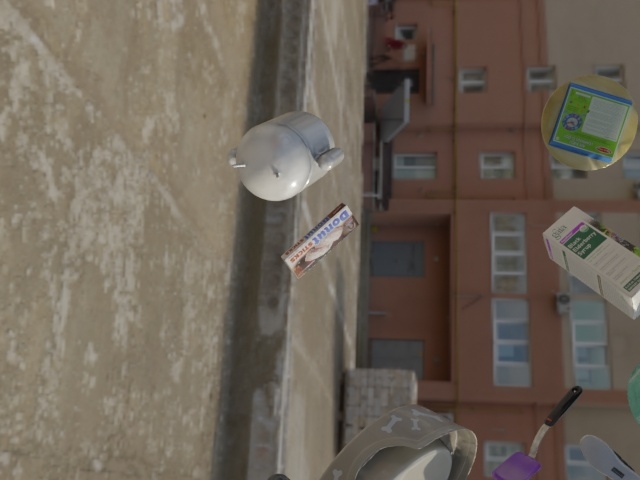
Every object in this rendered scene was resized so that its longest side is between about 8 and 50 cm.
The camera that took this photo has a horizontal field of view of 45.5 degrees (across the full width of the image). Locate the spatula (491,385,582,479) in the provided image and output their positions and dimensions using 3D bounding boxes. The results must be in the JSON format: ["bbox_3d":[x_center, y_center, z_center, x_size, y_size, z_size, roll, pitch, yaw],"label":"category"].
[{"bbox_3d":[0.507,0.444,1.743,0.296,0.084,0.030,-48,120,-14],"label":"spatula"}]

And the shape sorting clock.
[{"bbox_3d":[0.584,-0.255,1.663,0.040,0.206,0.206,-89,179,-85],"label":"shape sorting clock"}]

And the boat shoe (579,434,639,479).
[{"bbox_3d":[0.536,0.413,1.418,0.049,0.142,0.040,-48,177,9],"label":"boat shoe"}]

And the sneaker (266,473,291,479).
[{"bbox_3d":[-0.061,0.526,1.458,0.223,0.083,0.098,-115,-168,-48],"label":"sneaker"}]

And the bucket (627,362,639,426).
[{"bbox_3d":[0.804,0.314,1.616,0.183,0.281,0.281,104,-7,-57],"label":"bucket"}]

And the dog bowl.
[{"bbox_3d":[0.114,0.432,1.309,0.349,0.102,0.348,-28,137,-30],"label":"dog bowl"}]

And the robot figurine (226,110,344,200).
[{"bbox_3d":[-0.089,-0.221,1.984,0.353,0.300,0.199,-39,128,-60],"label":"robot figurine"}]

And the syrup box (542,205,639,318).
[{"bbox_3d":[0.570,0.041,1.543,0.237,0.093,0.096,45,-7,41],"label":"syrup box"}]

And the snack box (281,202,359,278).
[{"bbox_3d":[0.000,0.000,1.635,0.022,0.178,0.064,35,-16,53],"label":"snack box"}]
